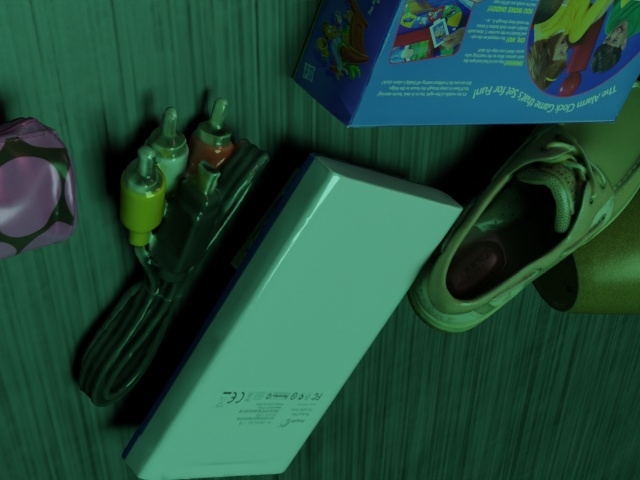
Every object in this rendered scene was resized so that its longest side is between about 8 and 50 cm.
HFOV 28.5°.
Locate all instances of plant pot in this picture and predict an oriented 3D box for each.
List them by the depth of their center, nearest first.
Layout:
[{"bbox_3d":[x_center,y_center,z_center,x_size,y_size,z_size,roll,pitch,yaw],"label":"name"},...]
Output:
[{"bbox_3d":[0.357,-0.012,1.377,0.254,0.237,0.237,-18,139,-17],"label":"plant pot"}]

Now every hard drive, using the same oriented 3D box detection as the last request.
[{"bbox_3d":[-0.021,0.078,1.127,0.210,0.040,0.319,11,116,-53],"label":"hard drive"}]

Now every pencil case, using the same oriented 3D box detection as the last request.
[{"bbox_3d":[-0.251,-0.025,0.767,0.209,0.095,0.098,-16,119,-42],"label":"pencil case"}]

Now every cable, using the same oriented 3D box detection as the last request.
[{"bbox_3d":[-0.127,0.008,0.997,0.139,0.072,0.287,-37,162,-47],"label":"cable"}]

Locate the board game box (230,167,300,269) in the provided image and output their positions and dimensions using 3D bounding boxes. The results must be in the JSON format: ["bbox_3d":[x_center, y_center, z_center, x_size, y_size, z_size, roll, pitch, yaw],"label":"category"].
[{"bbox_3d":[0.000,0.000,1.133,0.103,0.026,0.154,-55,147,12],"label":"board game box"}]

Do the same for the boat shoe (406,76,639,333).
[{"bbox_3d":[0.229,-0.041,1.223,0.341,0.121,0.110,-46,178,-14],"label":"boat shoe"}]

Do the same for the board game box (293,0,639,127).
[{"bbox_3d":[0.165,-0.212,1.034,0.347,0.078,0.233,-5,129,-42],"label":"board game box"}]
